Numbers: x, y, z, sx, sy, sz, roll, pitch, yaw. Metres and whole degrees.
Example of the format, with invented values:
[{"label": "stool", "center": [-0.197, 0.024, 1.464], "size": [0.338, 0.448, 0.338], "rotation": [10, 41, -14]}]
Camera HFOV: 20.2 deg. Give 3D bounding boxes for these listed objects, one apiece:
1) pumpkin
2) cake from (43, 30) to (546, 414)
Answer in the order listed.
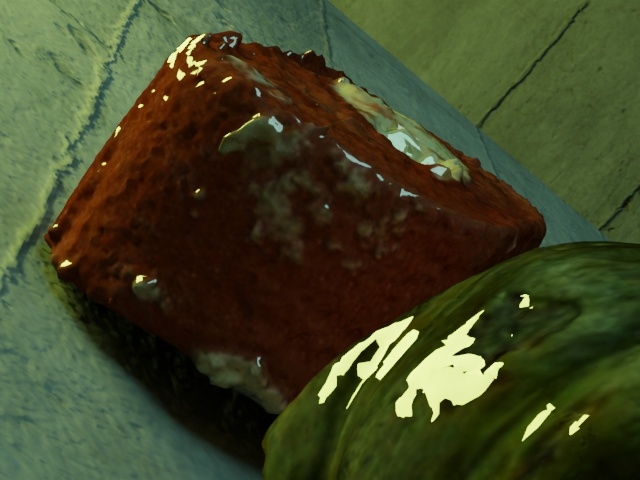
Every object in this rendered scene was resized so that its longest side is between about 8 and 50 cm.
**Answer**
[{"label": "pumpkin", "center": [0.141, 0.139, 0.655], "size": [0.303, 0.256, 0.225], "rotation": [51, 0, -43]}, {"label": "cake", "center": [0.000, 0.000, 0.907], "size": [0.177, 0.151, 0.283], "rotation": [41, 11, 18]}]
